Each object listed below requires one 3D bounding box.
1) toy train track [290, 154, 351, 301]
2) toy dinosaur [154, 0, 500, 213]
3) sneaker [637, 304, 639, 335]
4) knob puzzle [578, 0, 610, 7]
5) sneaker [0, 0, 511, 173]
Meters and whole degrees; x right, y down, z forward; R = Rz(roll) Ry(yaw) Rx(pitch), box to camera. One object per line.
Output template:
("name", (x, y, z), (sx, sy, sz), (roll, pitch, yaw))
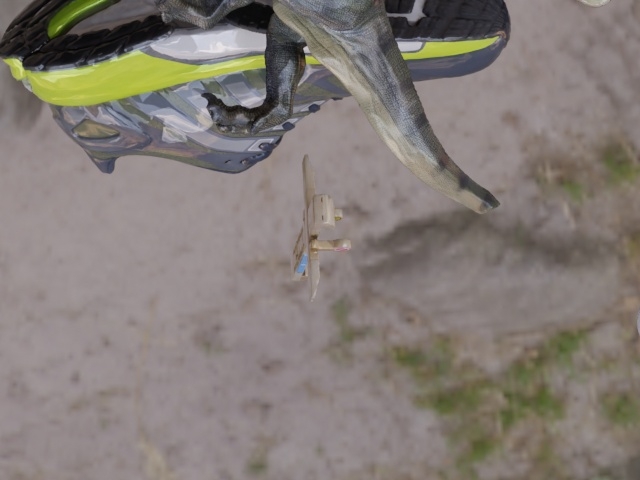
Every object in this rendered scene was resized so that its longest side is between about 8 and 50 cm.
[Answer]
("toy train track", (0.000, 0.000, 0.602), (0.014, 0.048, 0.083), (-1, 166, -7))
("toy dinosaur", (-0.014, -0.112, 0.873), (0.118, 0.064, 0.268), (-24, 102, 0))
("sneaker", (0.276, -0.012, 0.926), (0.094, 0.091, 0.258), (29, 113, -41))
("knob puzzle", (0.173, -0.234, 1.052), (0.213, 0.213, 0.030), (-8, 175, 7))
("sneaker", (-0.032, -0.106, 1.051), (0.300, 0.111, 0.121), (-3, 139, 20))
